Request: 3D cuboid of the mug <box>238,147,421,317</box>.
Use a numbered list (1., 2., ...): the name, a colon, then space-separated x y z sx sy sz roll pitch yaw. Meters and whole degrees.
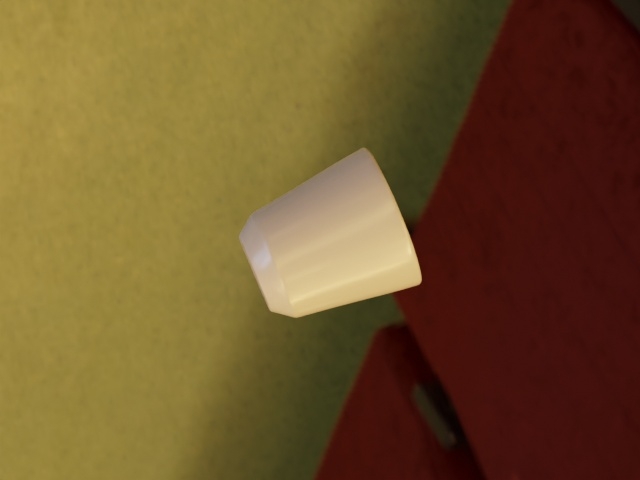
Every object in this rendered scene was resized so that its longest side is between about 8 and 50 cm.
1. mug: 0.001 0.003 0.700 0.064 0.062 0.078 -23 172 -4
